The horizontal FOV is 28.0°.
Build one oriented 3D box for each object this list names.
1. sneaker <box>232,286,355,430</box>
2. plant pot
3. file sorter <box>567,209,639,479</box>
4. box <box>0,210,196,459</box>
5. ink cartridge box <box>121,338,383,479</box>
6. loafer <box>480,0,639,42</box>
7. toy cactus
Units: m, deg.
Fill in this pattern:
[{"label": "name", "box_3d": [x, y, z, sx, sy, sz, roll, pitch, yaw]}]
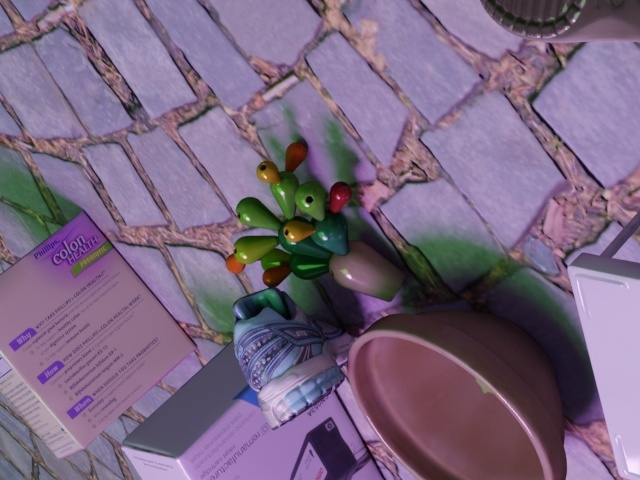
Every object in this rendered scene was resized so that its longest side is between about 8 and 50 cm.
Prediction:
[{"label": "sneaker", "box_3d": [-0.033, 0.099, 1.344, 0.122, 0.110, 0.283, 59, -179, -3]}, {"label": "plant pot", "box_3d": [0.150, 0.148, 1.230, 0.237, 0.110, 0.237, 32, 146, 26]}, {"label": "file sorter", "box_3d": [0.341, 0.070, 0.838, 0.277, 0.173, 0.193, 13, 134, 44]}, {"label": "box", "box_3d": [-0.332, 0.127, 1.706, 0.243, 0.213, 0.117, 51, 149, -6]}, {"label": "ink cartridge box", "box_3d": [-0.059, 0.297, 1.549, 0.129, 0.223, 0.307, 2, 127, 50]}, {"label": "loafer", "box_3d": [0.200, -0.171, 0.823, 0.268, 0.092, 0.102, 31, 121, 52]}, {"label": "toy cactus", "box_3d": [0.000, 0.000, 1.285, 0.180, 0.112, 0.219, 28, 146, -3]}]
